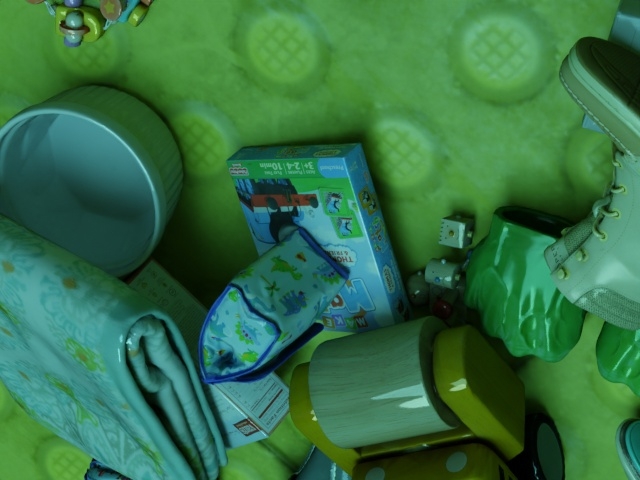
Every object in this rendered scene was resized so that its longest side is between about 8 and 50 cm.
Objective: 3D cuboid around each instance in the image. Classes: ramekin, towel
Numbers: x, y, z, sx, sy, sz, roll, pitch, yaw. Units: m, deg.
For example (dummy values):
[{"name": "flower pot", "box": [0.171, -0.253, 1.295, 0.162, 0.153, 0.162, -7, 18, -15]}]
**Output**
[{"name": "ramekin", "box": [-0.248, -0.070, 1.476, 0.207, 0.109, 0.207, 9, 121, 15]}, {"name": "towel", "box": [-0.271, 0.128, 1.494, 0.320, 0.090, 0.374, 24, 149, 27]}]

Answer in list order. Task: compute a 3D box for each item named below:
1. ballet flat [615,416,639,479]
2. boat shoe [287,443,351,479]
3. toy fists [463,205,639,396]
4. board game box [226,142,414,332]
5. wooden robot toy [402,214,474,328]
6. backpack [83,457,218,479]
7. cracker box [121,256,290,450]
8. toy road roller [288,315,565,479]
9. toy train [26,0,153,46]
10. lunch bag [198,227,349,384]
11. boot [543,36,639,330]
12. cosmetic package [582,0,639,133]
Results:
[{"name": "ballet flat", "box": [0.396, 0.287, 1.461, 0.248, 0.086, 0.086, 40, 124, -6]}, {"name": "boat shoe", "box": [-0.023, 0.341, 1.593, 0.099, 0.116, 0.320, 7, 116, -18]}, {"name": "toy fists", "box": [0.281, 0.066, 1.365, 0.279, 0.096, 0.142, 17, 110, 12]}, {"name": "board game box", "box": [0.000, 0.000, 1.444, 0.160, 0.039, 0.212, 1, 120, 38]}, {"name": "wooden robot toy", "box": [0.117, 0.053, 1.436, 0.079, 0.076, 0.173, 14, 123, 26]}, {"name": "backpack", "box": [-0.206, 0.332, 1.687, 0.158, 0.117, 0.173, 10, 124, 16]}, {"name": "cracker box", "box": [-0.150, 0.134, 1.544, 0.232, 0.067, 0.155, 45, 153, -7]}, {"name": "toy road roller", "box": [0.117, 0.257, 1.408, 0.202, 0.241, 0.329, -16, 135, 27]}, {"name": "toy train", "box": [-0.254, -0.262, 1.407, 0.166, 0.046, 0.125, -9, 115, 25]}, {"name": "lunch bag", "box": [-0.058, 0.082, 1.425, 0.096, 0.129, 0.151, 46, 137, 7]}, {"name": "boot", "box": [0.262, -0.041, 1.202, 0.262, 0.095, 0.203, 38, 132, -15]}, {"name": "cosmetic package", "box": [0.367, -0.139, 1.210, 0.237, 0.107, 0.127, 15, 126, 9]}]
